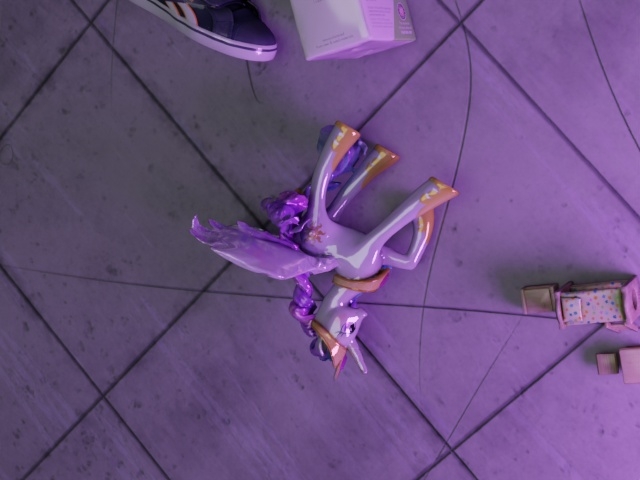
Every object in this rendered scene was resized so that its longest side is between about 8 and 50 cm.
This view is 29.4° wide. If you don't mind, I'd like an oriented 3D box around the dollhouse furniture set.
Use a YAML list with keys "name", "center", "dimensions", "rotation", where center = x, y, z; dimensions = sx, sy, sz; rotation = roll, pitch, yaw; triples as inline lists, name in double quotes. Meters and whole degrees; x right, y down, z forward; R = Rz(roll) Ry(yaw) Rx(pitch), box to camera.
- name: "dollhouse furniture set"
  center: [0.399, 0.149, 1.874]
  dimensions: [0.181, 0.101, 0.161]
  rotation: [-7, 96, 26]

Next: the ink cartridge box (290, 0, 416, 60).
- name: "ink cartridge box"
  center: [0.021, -0.464, 1.886]
  dimensions: [0.119, 0.207, 0.354]
  rotation: [-13, 92, 26]

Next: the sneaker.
- name: "sneaker"
  center: [-0.200, -0.414, 2.047]
  dimensions: [0.321, 0.126, 0.127]
  rotation: [31, 116, 19]

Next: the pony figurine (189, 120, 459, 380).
- name: "pony figurine"
  center: [0.000, 0.000, 1.972]
  dimensions: [0.351, 0.303, 0.363]
  rotation: [32, 96, 8]
